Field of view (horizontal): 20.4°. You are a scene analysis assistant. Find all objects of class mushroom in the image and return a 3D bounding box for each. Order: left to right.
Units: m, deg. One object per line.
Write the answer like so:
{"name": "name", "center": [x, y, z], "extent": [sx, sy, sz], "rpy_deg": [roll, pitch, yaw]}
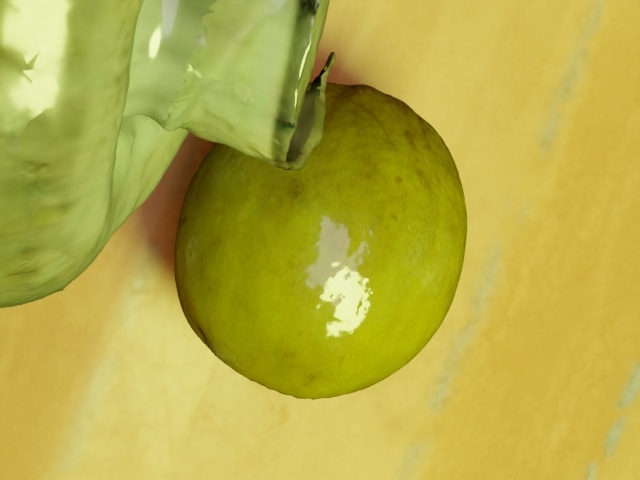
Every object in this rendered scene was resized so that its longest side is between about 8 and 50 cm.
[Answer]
{"name": "mushroom", "center": [-0.111, -0.131, 0.737], "extent": [0.260, 0.352, 0.352], "rpy_deg": [17, 98, 6]}

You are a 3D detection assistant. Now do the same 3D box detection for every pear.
{"name": "pear", "center": [0.000, 0.000, 0.917], "extent": [0.149, 0.149, 0.162], "rpy_deg": [23, 85, -23]}
